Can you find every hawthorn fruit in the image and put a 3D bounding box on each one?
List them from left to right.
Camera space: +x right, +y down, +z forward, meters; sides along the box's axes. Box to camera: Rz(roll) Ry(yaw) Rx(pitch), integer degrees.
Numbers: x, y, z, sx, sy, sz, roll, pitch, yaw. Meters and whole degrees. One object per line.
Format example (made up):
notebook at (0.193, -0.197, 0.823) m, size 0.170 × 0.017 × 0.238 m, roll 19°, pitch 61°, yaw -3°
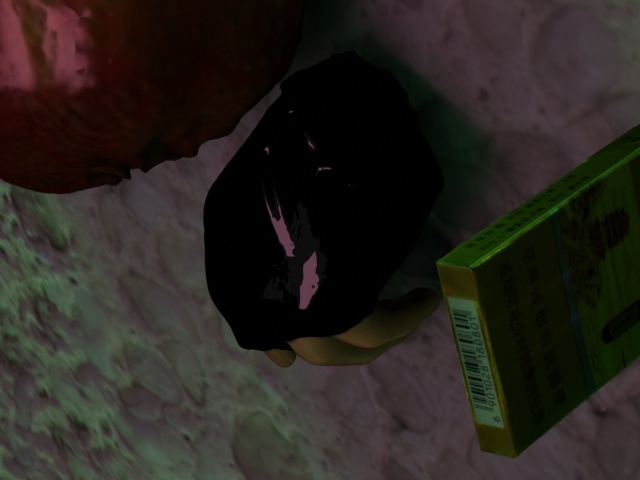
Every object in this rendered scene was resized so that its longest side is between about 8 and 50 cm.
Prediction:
hawthorn fruit at (-0.166, -0.199, 1.261) m, size 0.287 × 0.287 × 0.330 m, roll -22°, pitch 83°, yaw 55°

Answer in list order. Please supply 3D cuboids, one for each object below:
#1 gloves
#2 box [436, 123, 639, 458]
gloves at (-0.006, -0.002, 1.309) m, size 0.301 × 0.152 × 0.197 m, roll 86°, pitch 166°, yaw -53°
box at (0.149, 0.025, 1.077) m, size 0.030 × 0.193 × 0.121 m, roll 9°, pitch 122°, yaw 44°
